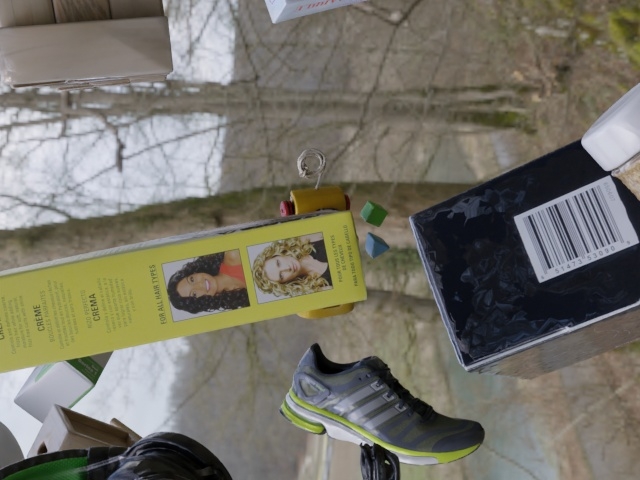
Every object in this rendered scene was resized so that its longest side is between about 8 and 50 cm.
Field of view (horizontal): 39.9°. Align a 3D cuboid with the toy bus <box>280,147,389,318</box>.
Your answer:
[{"bbox_3d":[0.005,0.010,1.227,0.202,0.191,0.104,39,-173,-33],"label":"toy bus"}]

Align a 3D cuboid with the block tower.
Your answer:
[{"bbox_3d":[-0.154,-0.153,0.605,0.335,0.091,0.097,-138,40,-75],"label":"block tower"}]

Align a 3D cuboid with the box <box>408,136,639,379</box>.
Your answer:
[{"bbox_3d":[0.484,0.033,1.566,0.472,0.480,0.297,25,-136,-62],"label":"box"}]

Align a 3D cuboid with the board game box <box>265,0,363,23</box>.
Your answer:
[{"bbox_3d":[0.033,-0.484,1.194,0.318,0.318,0.066,70,159,3],"label":"board game box"}]

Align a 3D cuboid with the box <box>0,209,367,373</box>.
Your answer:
[{"bbox_3d":[-0.094,0.028,0.537,0.087,0.232,0.058,-168,66,-81],"label":"box"}]

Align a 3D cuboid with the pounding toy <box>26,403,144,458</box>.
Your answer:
[{"bbox_3d":[-0.290,0.311,1.213,0.094,0.206,0.181,-64,26,-5],"label":"pounding toy"}]

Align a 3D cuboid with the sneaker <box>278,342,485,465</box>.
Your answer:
[{"bbox_3d":[0.089,0.234,1.263,0.111,0.300,0.121,-27,-52,-73],"label":"sneaker"}]

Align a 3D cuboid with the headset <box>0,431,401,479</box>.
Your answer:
[{"bbox_3d":[-0.131,0.248,0.756,0.243,0.394,0.185,-101,15,-66],"label":"headset"}]

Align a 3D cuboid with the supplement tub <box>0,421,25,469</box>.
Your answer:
[{"bbox_3d":[-0.757,0.488,1.686,0.235,0.325,0.235,56,-163,-27],"label":"supplement tub"}]

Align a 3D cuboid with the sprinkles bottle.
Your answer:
[{"bbox_3d":[0.465,-0.028,1.011,0.121,0.355,0.121,-44,-2,-2],"label":"sprinkles bottle"}]

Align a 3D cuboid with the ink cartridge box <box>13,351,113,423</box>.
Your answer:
[{"bbox_3d":[-0.478,0.229,1.712,0.160,0.092,0.219,-41,16,26],"label":"ink cartridge box"}]
